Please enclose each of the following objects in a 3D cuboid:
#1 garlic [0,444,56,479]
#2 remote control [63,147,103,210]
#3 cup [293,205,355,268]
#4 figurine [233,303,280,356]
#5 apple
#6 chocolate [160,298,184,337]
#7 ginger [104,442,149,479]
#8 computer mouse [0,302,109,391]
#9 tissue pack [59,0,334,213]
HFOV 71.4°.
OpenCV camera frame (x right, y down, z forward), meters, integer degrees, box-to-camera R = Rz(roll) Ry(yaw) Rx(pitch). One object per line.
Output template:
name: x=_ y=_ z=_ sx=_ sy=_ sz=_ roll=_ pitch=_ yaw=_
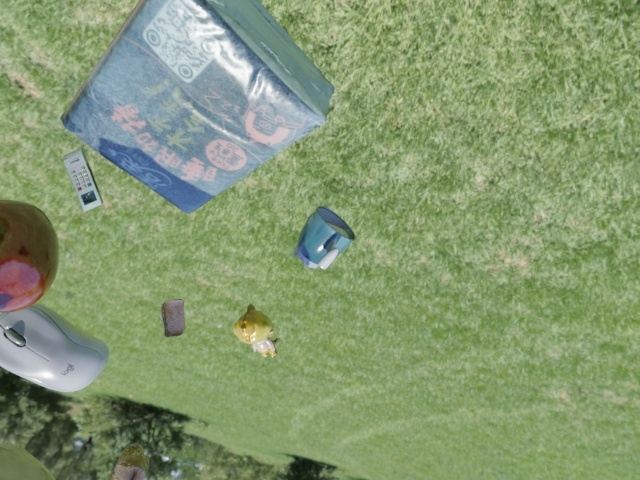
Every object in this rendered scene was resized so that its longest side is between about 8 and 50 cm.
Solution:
garlic: x=-0.400 y=0.384 z=0.466 sx=0.245 sy=0.340 sz=0.232 roll=4 pitch=128 yaw=-25
remote control: x=-0.653 y=-0.169 z=1.232 sx=0.065 sy=0.166 sz=0.029 roll=-21 pitch=-179 yaw=8
cup: x=0.000 y=0.000 z=1.494 sx=0.167 sy=0.300 sz=0.173 roll=34 pitch=112 yaw=-22
figurine: x=-0.222 y=0.333 z=1.593 sx=0.156 sy=0.131 sz=0.246 roll=-4 pitch=135 yaw=14
apple: x=-0.640 y=0.035 z=0.884 sx=0.229 sy=0.230 sz=0.230 roll=13 pitch=153 yaw=7
chocolate: x=-0.398 y=0.208 z=1.196 sx=0.064 sy=0.101 sz=0.031 roll=-7 pitch=-176 yaw=-39
ginger: x=-0.484 y=0.584 z=1.079 sx=0.095 sy=0.190 sz=0.069 roll=33 pitch=177 yaw=-5
computer mouse: x=-0.713 y=0.296 z=1.174 sx=0.297 sy=0.184 sz=0.121 roll=48 pitch=171 yaw=-30
tissue pack: x=-0.170 y=-0.177 z=0.585 sx=0.315 sy=0.103 sz=0.228 roll=-24 pitch=126 yaw=39
